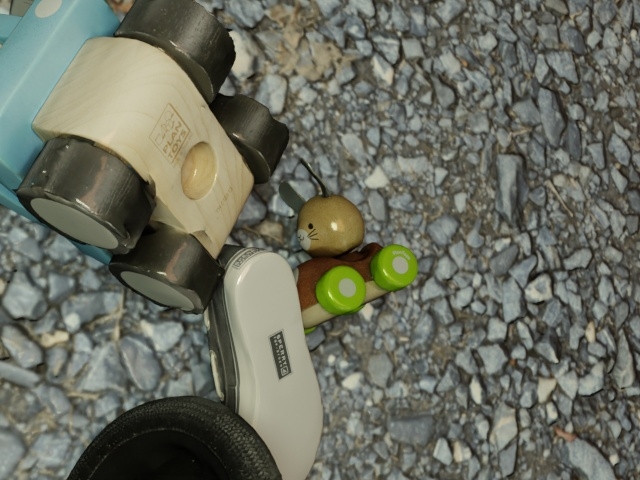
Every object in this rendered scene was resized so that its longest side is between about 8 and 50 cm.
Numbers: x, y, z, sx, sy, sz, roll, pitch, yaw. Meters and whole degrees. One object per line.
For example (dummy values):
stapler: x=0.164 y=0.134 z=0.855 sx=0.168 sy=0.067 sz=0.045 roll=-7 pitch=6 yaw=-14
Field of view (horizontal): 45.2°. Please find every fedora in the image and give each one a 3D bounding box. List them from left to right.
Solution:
fedora: x=-0.127 y=0.331 z=0.764 sx=0.152 sy=0.334 sz=0.333 roll=38 pitch=61 yaw=-55

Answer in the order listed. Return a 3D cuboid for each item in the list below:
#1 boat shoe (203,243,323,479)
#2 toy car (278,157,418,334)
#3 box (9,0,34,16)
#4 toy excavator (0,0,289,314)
boat shoe: x=-0.077 y=0.148 z=0.876 sx=0.108 sy=0.102 sz=0.301 roll=-23 pitch=113 yaw=-36
toy car: x=0.000 y=0.000 z=0.918 sx=0.149 sy=0.155 sz=0.188 roll=-21 pitch=82 yaw=-29
box: x=-0.284 y=-0.298 z=0.821 sx=0.072 sy=0.137 sz=0.126 roll=9 pitch=77 yaw=-25
toy excavator: x=-0.315 y=-0.141 z=0.749 sx=0.222 sy=0.446 sz=0.433 roll=-67 pitch=153 yaw=-21
